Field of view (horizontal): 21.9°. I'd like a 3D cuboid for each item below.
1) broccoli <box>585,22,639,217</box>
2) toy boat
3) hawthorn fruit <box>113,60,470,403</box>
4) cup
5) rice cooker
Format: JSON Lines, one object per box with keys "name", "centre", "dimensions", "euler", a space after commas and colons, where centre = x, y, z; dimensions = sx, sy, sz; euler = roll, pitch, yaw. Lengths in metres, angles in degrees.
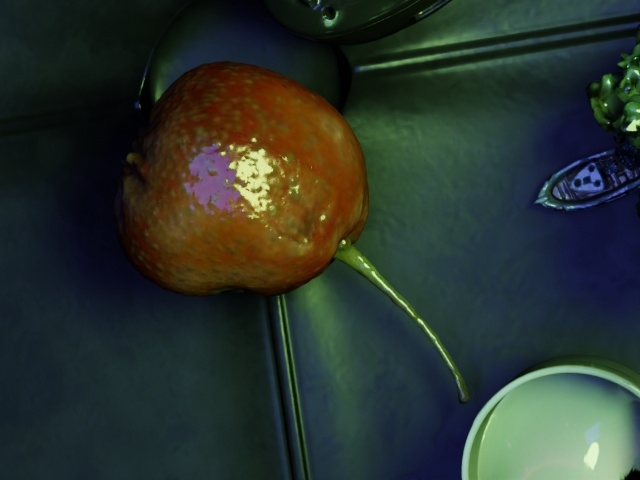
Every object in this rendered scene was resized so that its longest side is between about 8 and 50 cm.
{"name": "broccoli", "centre": [0.290, -0.036, 0.995], "dimensions": [0.248, 0.245, 0.288], "euler": [28, 62, 35]}
{"name": "toy boat", "centre": [0.183, -0.040, 1.112], "dimensions": [0.083, 0.038, 0.038], "euler": [-22, 88, 11]}
{"name": "hawthorn fruit", "centre": [0.000, 0.000, 1.106], "dimensions": [0.285, 0.165, 0.165], "euler": [31, 98, 0]}
{"name": "cup", "centre": [0.185, 0.132, 1.064], "dimensions": [0.174, 0.142, 0.134], "euler": [-25, 86, 12]}
{"name": "rice cooker", "centre": [0.035, -0.196, 1.104], "dimensions": [0.165, 0.106, 0.112], "euler": [-29, 82, 23]}
